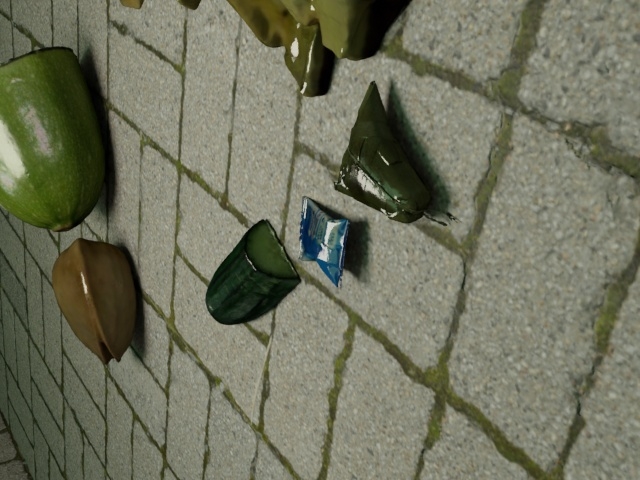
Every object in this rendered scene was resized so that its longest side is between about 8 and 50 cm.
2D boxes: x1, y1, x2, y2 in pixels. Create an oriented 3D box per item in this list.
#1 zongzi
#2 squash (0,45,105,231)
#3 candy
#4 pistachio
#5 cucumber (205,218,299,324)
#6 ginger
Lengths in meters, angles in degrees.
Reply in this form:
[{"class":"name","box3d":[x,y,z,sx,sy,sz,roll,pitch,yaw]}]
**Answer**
[{"class":"zongzi","box3d":[0.088,-0.087,0.820,0.154,0.062,0.130,31,113,40]},{"class":"squash","box3d":[-0.546,-0.181,1.570,0.308,0.310,0.310,55,144,0]},{"class":"candy","box3d":[0.000,0.001,0.986,0.136,0.038,0.088,32,123,59]},{"class":"pistachio","box3d":[-0.453,0.124,1.582,0.213,0.163,0.260,79,173,-84]},{"class":"cucumber","box3d":[-0.124,0.069,1.170,0.244,0.063,0.115,-50,59,52]},{"class":"ginger","box3d":[-0.066,-0.341,0.830,0.413,0.211,0.358,-9,94,56]}]
